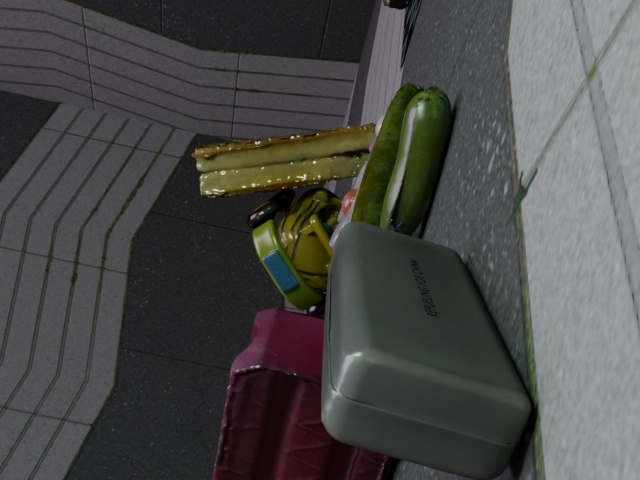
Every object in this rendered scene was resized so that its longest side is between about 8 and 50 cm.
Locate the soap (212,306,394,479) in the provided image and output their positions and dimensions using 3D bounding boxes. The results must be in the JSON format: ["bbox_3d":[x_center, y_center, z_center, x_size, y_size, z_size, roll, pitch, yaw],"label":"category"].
[{"bbox_3d":[-0.016,0.193,0.756,0.099,0.162,0.250,-81,5,-57],"label":"soap"}]

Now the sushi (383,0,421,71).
[{"bbox_3d":[0.160,-0.503,1.444,0.292,0.059,0.294,-81,5,-48],"label":"sushi"}]

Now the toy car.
[{"bbox_3d":[0.000,0.000,1.269,0.142,0.200,0.248,-30,8,21],"label":"toy car"}]

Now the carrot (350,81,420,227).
[{"bbox_3d":[0.078,-0.048,0.933,0.074,0.074,0.358,107,177,-62],"label":"carrot"}]

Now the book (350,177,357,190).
[{"bbox_3d":[0.054,0.010,1.679,0.201,0.026,0.289,111,171,-73],"label":"book"}]

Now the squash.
[{"bbox_3d":[0.095,-0.068,0.819,0.052,0.052,0.183,-84,8,-70],"label":"squash"}]

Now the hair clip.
[{"bbox_3d":[0.083,-0.098,1.128,0.146,0.075,0.257,-59,-14,-83],"label":"hair clip"}]

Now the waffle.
[{"bbox_3d":[-0.046,-0.134,1.313,0.213,0.308,0.091,-96,-2,-83],"label":"waffle"}]

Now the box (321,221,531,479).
[{"bbox_3d":[0.055,0.053,0.502,0.243,0.103,0.055,-86,13,-74],"label":"box"}]
